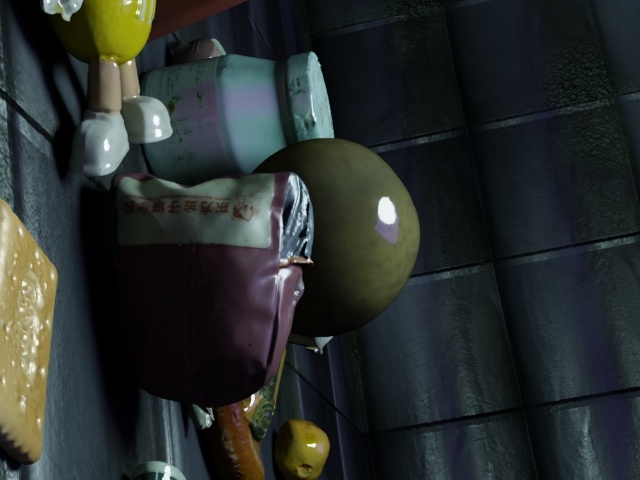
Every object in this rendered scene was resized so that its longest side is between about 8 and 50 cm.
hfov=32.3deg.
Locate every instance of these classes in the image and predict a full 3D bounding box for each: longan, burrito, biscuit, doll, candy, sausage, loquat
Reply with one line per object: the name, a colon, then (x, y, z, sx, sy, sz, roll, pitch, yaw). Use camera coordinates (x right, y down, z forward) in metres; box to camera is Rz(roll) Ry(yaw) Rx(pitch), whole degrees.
longan: (0.000, 0.000, 1.712, 0.319, 0.319, 0.319, -11, 90, -82)
burrito: (-0.198, 0.221, 1.729, 0.055, 0.041, 0.149, 122, -45, -82)
biscuit: (-0.317, 0.092, 1.146, 0.160, 0.030, 0.249, 68, 13, -51)
doll: (-0.291, -0.293, 1.433, 0.423, 0.161, 0.348, 81, 7, -45)
candy: (-0.125, 0.257, 1.994, 0.271, 0.101, 0.143, -84, 153, -44)
sausage: (-0.154, 0.286, 1.803, 0.103, 0.076, 0.302, -55, 135, -72)
loquat: (-0.043, 0.431, 2.273, 0.137, 0.113, 0.137, -179, -90, -70)

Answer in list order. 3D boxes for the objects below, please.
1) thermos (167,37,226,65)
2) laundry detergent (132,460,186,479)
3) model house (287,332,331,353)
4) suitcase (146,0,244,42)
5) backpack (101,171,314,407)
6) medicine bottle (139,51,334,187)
thermos: (-0.190, -0.268, 2.108, 0.176, 0.146, 0.265, -84, 156, -45)
laundry detergent: (-0.205, 0.393, 1.372, 0.099, 0.070, 0.225, 82, 4, -47)
model house: (-0.032, 0.092, 2.384, 0.326, 0.244, 0.169, -40, 122, -42)
suitcase: (-0.204, -0.420, 1.685, 0.236, 0.297, 0.161, -81, 150, -69)
backpack: (-0.150, 0.066, 1.496, 0.197, 0.283, 0.317, 31, 58, -78)
medicine bottle: (-0.133, -0.196, 1.865, 0.245, 0.290, 0.245, -11, 90, -81)
